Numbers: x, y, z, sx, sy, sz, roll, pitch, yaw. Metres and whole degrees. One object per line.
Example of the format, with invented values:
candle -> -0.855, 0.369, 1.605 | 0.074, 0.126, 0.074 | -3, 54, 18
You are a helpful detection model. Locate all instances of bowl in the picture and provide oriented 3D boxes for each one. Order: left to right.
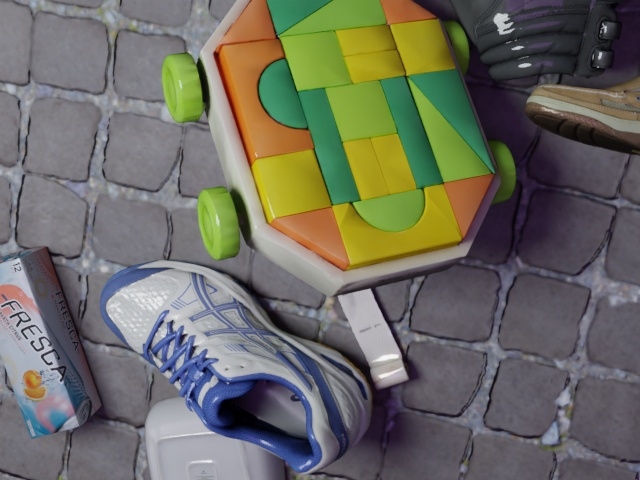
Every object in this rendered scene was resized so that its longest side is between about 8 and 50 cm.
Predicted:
bowl -> -0.113, 0.231, 0.941 | 0.142, 0.053, 0.142 | -6, 100, 12

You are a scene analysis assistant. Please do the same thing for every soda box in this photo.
soda box -> -0.286, 0.102, 0.937 | 0.058, 0.063, 0.183 | -16, 98, 12

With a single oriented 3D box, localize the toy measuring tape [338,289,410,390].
toy measuring tape -> 0.000, 0.000, 0.845 | 0.121, 0.121, 0.330 | -22, 97, 13

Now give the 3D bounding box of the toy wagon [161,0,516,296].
toy wagon -> 0.008, -0.129, 0.769 | 0.267, 0.068, 0.344 | -12, 75, -21

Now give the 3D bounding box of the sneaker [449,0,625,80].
sneaker -> 0.251, -0.222, 0.769 | 0.295, 0.104, 0.147 | -17, 102, 13

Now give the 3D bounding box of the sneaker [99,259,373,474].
sneaker -> -0.093, 0.111, 0.865 | 0.296, 0.131, 0.112 | 25, 109, 13

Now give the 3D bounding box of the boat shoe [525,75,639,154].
boat shoe -> 0.277, -0.114, 0.809 | 0.190, 0.068, 0.072 | 15, 89, -2
